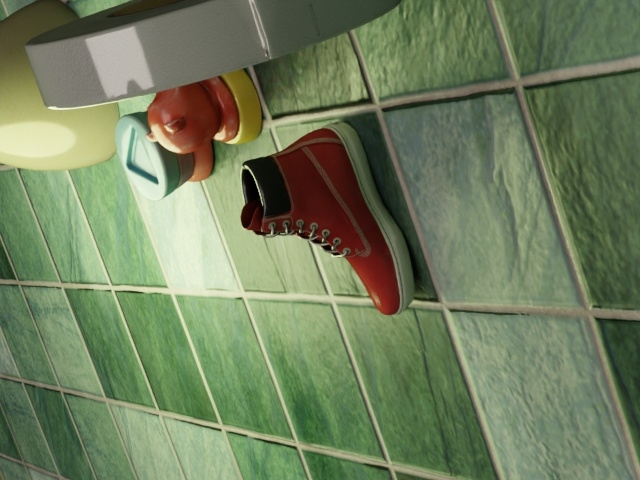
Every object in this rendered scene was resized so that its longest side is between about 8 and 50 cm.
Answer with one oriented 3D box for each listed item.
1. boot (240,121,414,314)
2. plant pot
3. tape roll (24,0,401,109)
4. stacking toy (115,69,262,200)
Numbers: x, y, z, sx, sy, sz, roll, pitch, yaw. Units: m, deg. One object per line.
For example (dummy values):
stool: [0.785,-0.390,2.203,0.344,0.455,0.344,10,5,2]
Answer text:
boot: [0.000,0.000,1.629,0.088,0.176,0.244,-17,98,59]
plant pot: [-0.479,-0.228,2.215,0.284,0.191,0.284,39,142,39]
tape roll: [-0.110,-0.228,1.417,0.392,0.392,0.072,6,117,57]
stacking toy: [-0.237,-0.206,1.902,0.279,0.130,0.309,61,150,6]
